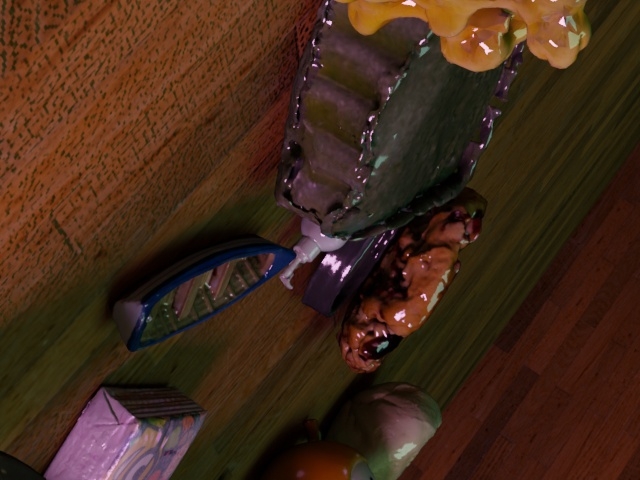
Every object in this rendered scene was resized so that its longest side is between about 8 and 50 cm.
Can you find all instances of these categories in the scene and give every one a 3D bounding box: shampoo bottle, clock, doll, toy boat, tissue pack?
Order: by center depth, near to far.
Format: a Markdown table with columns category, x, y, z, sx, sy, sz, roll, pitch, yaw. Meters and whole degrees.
| category | x | y | z | sx | sy | sz | roll | pitch | yaw |
| --- | --- | --- | --- | --- | --- | --- | --- | --- | --- |
| toy boat | -0.097 | 0.034 | 0.817 | 0.229 | 0.046 | 0.080 | -29 | 146 | -55 |
| tissue pack | -0.178 | 0.194 | 0.861 | 0.109 | 0.060 | 0.148 | -56 | 161 | 3 |
| shampoo bottle | 0.020 | -0.031 | 0.987 | 0.195 | 0.056 | 0.056 | -50 | 161 | -20 |
| clock | 0.046 | 0.011 | 1.100 | 0.184 | 0.040 | 0.184 | -53 | 172 | -12 |
| doll | -0.009 | 0.387 | 1.465 | 0.213 | 0.236 | 0.213 | -8 | 148 | -5 |

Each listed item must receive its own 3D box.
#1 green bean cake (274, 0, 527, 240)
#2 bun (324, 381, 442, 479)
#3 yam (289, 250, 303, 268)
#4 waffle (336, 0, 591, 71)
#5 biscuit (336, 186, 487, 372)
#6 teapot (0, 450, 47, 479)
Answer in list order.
| category | x | y | z | sx | sy | sz | roll | pitch | yaw |
| --- | --- | --- | --- | --- | --- | --- | --- | --- | --- |
| green bean cake | 0.075 | -0.137 | 0.831 | 0.255 | 0.132 | 0.241 | -30 | 148 | -49 |
| bun | 0.097 | 0.356 | 1.682 | 0.259 | 0.160 | 0.259 | -45 | 175 | -5 |
| yam | 0.000 | 0.000 | 1.043 | 0.116 | 0.021 | 0.021 | -38 | 155 | -47 |
| waffle | 0.088 | -0.258 | 0.455 | 0.324 | 0.261 | 0.151 | -55 | 169 | 4 |
| biscuit | 0.112 | 0.045 | 1.233 | 0.289 | 0.081 | 0.334 | -54 | 180 | -7 |
| teapot | -0.270 | 0.257 | 0.584 | 0.251 | 0.183 | 0.183 | -46 | 163 | 6 |
